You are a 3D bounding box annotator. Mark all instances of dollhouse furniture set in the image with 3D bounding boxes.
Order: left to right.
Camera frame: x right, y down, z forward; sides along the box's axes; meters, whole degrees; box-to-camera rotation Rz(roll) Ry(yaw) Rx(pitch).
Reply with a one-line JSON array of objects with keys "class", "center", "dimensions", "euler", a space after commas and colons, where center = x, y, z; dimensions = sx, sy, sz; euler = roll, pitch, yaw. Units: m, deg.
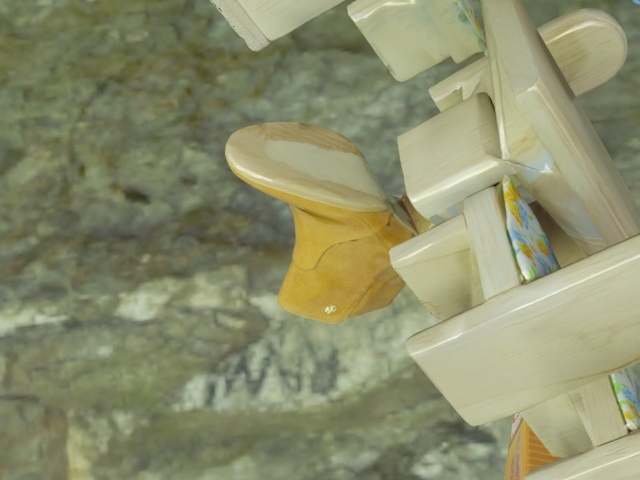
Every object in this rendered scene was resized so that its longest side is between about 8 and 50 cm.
[{"class": "dollhouse furniture set", "center": [0.139, -0.115, 0.607], "dimensions": [0.256, 0.394, 0.362], "euler": [-26, -140, 19]}]

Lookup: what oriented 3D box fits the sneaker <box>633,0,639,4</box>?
[{"class": "sneaker", "center": [0.353, -0.296, 1.261], "dimensions": [0.144, 0.053, 0.059], "euler": [32, 141, -14]}]

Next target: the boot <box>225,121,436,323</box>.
[{"class": "boot", "center": [0.000, -0.001, 1.122], "dimensions": [0.295, 0.104, 0.211], "euler": [8, 136, -33]}]

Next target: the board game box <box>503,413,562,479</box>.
[{"class": "board game box", "center": [0.285, 0.344, 0.752], "dimensions": [0.356, 0.356, 0.356], "euler": [8, -162, 8]}]
